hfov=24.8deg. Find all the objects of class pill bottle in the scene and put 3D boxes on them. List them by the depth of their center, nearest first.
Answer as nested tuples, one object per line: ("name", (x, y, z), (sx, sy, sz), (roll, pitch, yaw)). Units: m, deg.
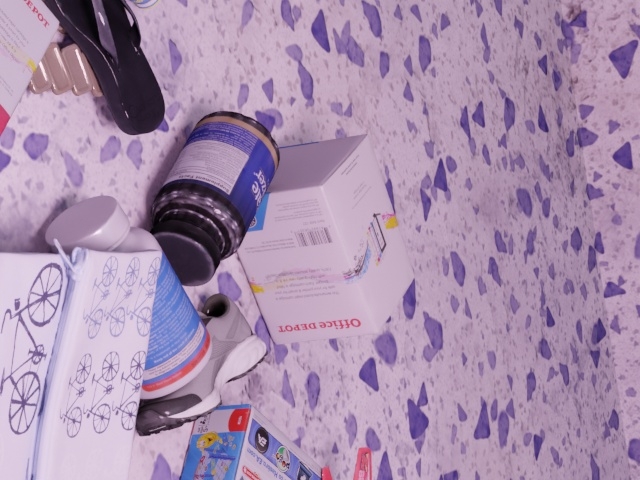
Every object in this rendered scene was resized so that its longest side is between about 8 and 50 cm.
("pill bottle", (-0.221, 0.063, 1.661), (0.221, 0.124, 0.124), (65, 34, -31))
("pill bottle", (-0.140, -0.051, 1.831), (0.123, 0.122, 0.219), (60, 37, -35))

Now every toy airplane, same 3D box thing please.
("toy airplane", (0.040, 0.352, 1.974), (0.151, 0.028, 0.151), (26, 60, -56))

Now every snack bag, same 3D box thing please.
("snack bag", (-0.268, 0.160, 1.441), (0.342, 0.037, 0.323), (7, 94, -68))

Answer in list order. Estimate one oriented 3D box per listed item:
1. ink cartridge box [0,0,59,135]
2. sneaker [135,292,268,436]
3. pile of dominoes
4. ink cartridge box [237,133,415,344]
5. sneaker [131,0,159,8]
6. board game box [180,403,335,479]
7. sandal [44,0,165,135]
("ink cartridge box", (-0.370, -0.190, 1.448), (0.128, 0.127, 0.176), (53, 44, -39))
("sneaker", (-0.163, 0.154, 1.788), (0.108, 0.100, 0.271), (64, 27, -12))
("pile of dominoes", (-0.324, -0.260, 1.667), (0.251, 0.040, 0.196), (-4, 88, -52))
("ink cartridge box", (0.000, 0.000, 2.015), (0.168, 0.171, 0.233), (-51, 127, -52))
("sneaker", (-0.226, -0.365, 1.821), (0.059, 0.053, 0.144), (16, 69, -56))
("board game box", (-0.078, 0.414, 1.871), (0.308, 0.086, 0.302), (49, 44, -44))
("sandal", (-0.241, -0.243, 1.693), (0.097, 0.054, 0.254), (-54, 126, -42))
